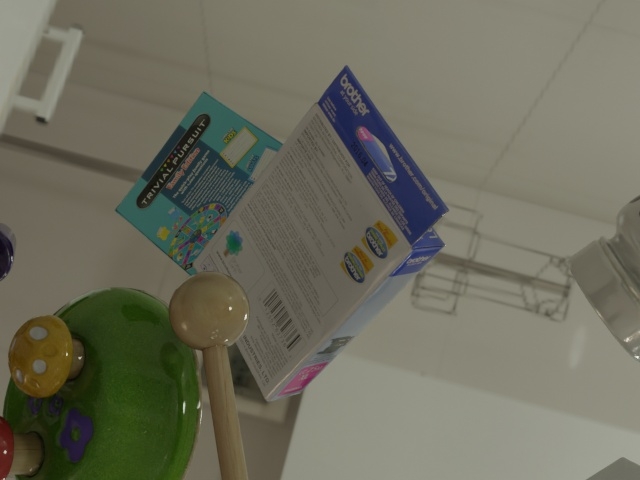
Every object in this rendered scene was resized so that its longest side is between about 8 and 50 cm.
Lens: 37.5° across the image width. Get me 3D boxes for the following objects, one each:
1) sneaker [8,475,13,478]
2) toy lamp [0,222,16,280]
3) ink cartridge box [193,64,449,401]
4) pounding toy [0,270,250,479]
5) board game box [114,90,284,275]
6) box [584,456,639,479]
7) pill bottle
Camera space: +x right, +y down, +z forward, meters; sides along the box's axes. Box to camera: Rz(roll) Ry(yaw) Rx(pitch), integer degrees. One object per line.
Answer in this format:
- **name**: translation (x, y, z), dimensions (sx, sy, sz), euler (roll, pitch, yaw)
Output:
- **sneaker**: translation (-0.519, 0.246, 1.220), dimensions (0.126, 0.320, 0.128), euler (95, -3, -72)
- **toy lamp**: translation (-0.392, 0.038, 1.013), dimensions (0.275, 0.080, 0.080), euler (-90, -166, -75)
- **ink cartridge box**: translation (0.000, 0.000, 0.944), dimensions (0.065, 0.186, 0.311), euler (-6, 146, -44)
- **pounding toy**: translation (-0.162, 0.110, 0.632), dimensions (0.110, 0.236, 0.183), euler (18, 66, -50)
- **board game box**: translation (-0.143, -0.058, 1.510), dimensions (0.254, 0.336, 0.079), euler (-53, 144, 0)
- **box**: translation (0.407, 0.501, 1.232), dimensions (0.168, 0.215, 0.346), euler (22, -47, 64)
- **pill bottle**: translation (0.520, -0.008, 1.226), dimensions (0.361, 0.204, 0.204), euler (-37, -168, 18)
